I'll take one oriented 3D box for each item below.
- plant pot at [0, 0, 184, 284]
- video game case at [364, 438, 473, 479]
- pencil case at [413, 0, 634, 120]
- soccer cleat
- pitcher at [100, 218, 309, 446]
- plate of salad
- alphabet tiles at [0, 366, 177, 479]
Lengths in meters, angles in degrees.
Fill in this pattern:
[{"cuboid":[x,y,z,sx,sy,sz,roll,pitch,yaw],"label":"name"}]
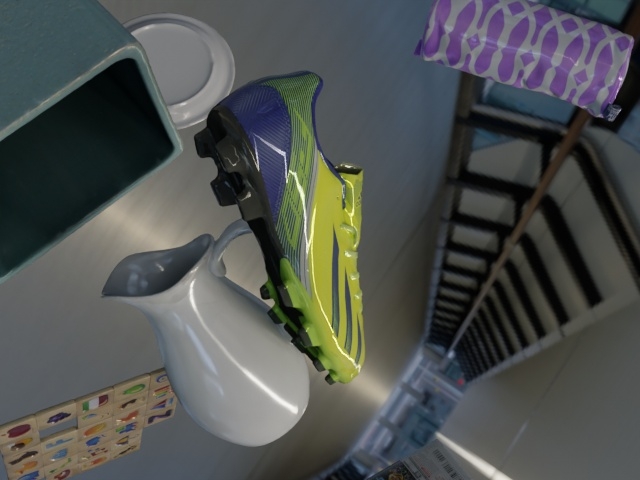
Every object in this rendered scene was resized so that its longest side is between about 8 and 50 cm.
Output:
[{"cuboid":[-0.314,-0.148,0.747,0.247,0.252,0.248,-37,169,-9],"label":"plant pot"},{"cuboid":[0.148,0.355,0.997,0.173,0.190,0.022,-16,143,-39],"label":"video game case"},{"cuboid":[0.198,-0.185,0.779,0.088,0.206,0.086,92,22,-68],"label":"pencil case"},{"cuboid":[0.000,0.000,0.656,0.121,0.093,0.289,-32,124,-18],"label":"soccer cleat"},{"cuboid":[-0.074,0.084,0.748,0.177,0.207,0.125,-23,-154,18],"label":"pitcher"},{"cuboid":[-0.220,-0.234,1.126,0.200,0.199,0.048,-51,169,-22],"label":"plate of salad"},{"cuboid":[-0.257,0.218,0.910,0.198,0.009,0.237,-18,154,-25],"label":"alphabet tiles"}]
